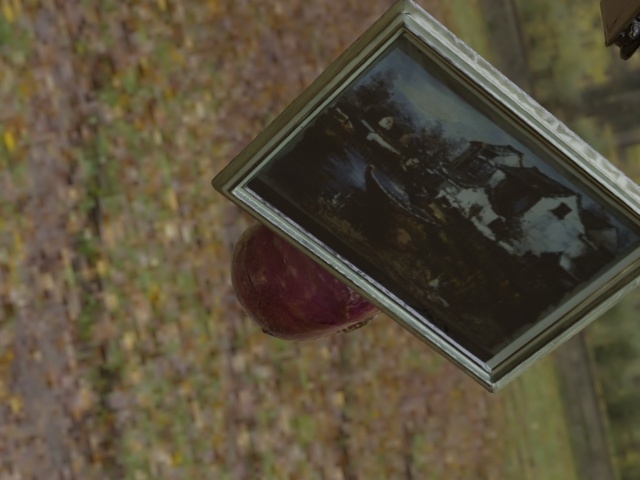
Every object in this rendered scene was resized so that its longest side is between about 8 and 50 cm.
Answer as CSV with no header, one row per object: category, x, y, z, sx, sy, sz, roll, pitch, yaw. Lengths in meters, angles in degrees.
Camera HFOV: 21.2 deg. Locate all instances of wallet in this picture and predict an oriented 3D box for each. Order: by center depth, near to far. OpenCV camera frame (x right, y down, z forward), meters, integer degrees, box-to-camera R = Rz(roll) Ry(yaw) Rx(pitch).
wallet,0.343,-0.263,1.825,0.031,0.110,0.198,35,22,-8

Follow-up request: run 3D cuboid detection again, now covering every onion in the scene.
onion,0.005,0.009,1.460,0.153,0.177,0.177,53,21,-25

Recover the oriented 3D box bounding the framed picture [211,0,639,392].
framed picture,0.097,-0.018,1.272,0.296,0.232,0.019,36,36,-17
